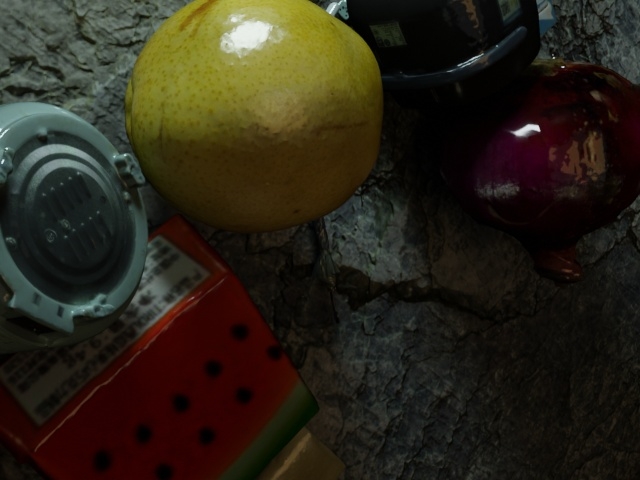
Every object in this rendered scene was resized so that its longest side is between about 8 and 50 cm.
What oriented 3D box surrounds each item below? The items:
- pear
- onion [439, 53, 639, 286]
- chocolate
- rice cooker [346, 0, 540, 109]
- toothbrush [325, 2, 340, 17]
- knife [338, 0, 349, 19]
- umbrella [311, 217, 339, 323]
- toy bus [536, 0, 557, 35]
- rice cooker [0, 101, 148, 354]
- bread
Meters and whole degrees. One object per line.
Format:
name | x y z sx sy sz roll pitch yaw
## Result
pear | -0.082 -0.158 0.949 0.314 0.314 0.314 -8 105 -33
onion | 0.367 -0.094 1.249 0.348 0.348 0.385 -23 111 -29
chocolate | -0.203 0.212 1.011 0.360 0.161 0.341 -44 130 -20
rice cooker | 0.175 -0.329 1.118 0.267 0.267 0.224 -39 121 -21
toothbrush | -0.047 -0.234 1.126 0.025 0.019 0.275 42 76 -39
knife | 0.054 -0.376 1.169 0.027 0.010 0.096 37 79 -35
umbrella | -0.001 0.000 1.208 0.044 0.044 0.269 -11 98 -6
toy bus | 0.262 -0.448 1.222 0.106 0.131 0.297 -40 121 -22
rice cooker | -0.349 0.000 0.810 0.264 0.317 0.316 38 78 -51
bread | -0.053 0.390 1.235 0.178 0.060 0.139 -48 123 -17
